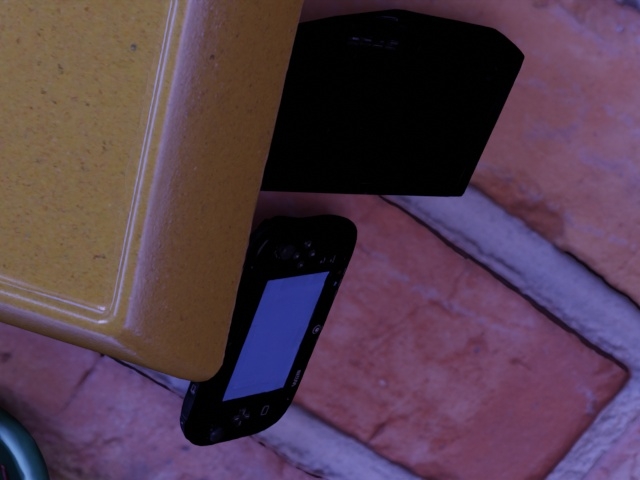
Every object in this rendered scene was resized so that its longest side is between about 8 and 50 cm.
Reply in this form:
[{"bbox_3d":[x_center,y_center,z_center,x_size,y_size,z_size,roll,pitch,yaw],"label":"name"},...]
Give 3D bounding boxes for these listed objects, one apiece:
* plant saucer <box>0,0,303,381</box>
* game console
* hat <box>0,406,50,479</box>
[{"bbox_3d":[-0.198,-0.088,0.887,0.333,0.081,0.332,16,109,8],"label":"plant saucer"},{"bbox_3d":[0.000,0.000,1.023,0.213,0.044,0.361,0,124,-37],"label":"game console"},{"bbox_3d":[-0.264,0.238,1.109,0.173,0.183,0.208,-13,71,4],"label":"hat"}]
